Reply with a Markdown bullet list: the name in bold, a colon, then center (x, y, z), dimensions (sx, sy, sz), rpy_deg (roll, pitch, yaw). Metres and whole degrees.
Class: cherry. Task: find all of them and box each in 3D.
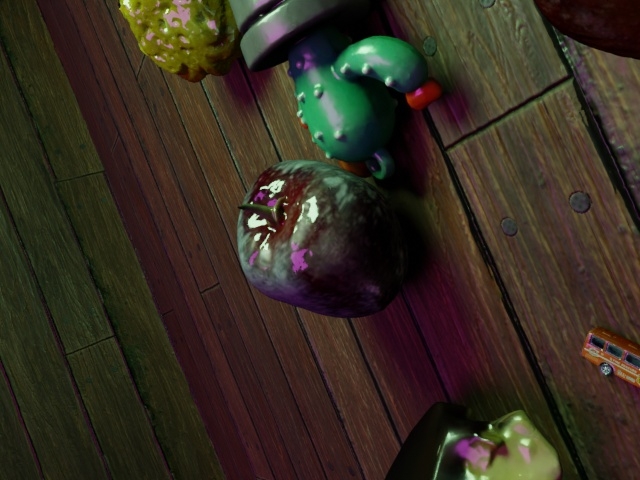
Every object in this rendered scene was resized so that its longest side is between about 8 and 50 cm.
- **cherry**: center (0.000, 0.000, 0.782), dimensions (0.255, 0.218, 0.296), rpy_deg (13, 162, 48)

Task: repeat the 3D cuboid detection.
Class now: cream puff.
- **cream puff**: center (-0.234, -0.412, 0.948), dimensions (0.196, 0.244, 0.244), rpy_deg (-107, 15, -57)

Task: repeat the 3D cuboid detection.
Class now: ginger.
- **ginger**: center (0.196, 0.424, 0.708), dimensions (0.211, 0.358, 0.413), rpy_deg (22, 146, 6)

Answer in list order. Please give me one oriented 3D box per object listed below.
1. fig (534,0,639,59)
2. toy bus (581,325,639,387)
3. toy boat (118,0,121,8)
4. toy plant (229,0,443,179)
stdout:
- **fig**: center (0.288, -0.188, 0.364), dimensions (0.274, 0.170, 0.145), rpy_deg (32, 155, 18)
- **toy bus**: center (0.338, 0.133, 0.561), dimensions (0.110, 0.031, 0.043), rpy_deg (29, 124, 47)
- **toy boat**: center (-0.317, -0.539, 1.118), dimensions (0.299, 0.092, 0.134), rpy_deg (-6, 137, 50)
- **toy plant**: center (0.001, -0.262, 0.714), dimensions (0.279, 0.185, 0.400), rpy_deg (-15, 103, 39)
